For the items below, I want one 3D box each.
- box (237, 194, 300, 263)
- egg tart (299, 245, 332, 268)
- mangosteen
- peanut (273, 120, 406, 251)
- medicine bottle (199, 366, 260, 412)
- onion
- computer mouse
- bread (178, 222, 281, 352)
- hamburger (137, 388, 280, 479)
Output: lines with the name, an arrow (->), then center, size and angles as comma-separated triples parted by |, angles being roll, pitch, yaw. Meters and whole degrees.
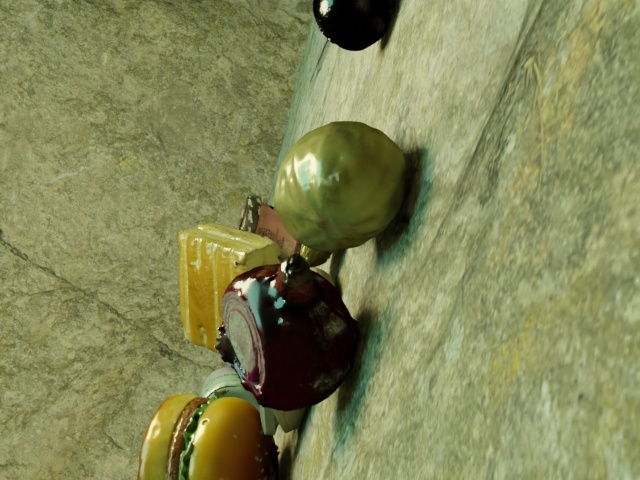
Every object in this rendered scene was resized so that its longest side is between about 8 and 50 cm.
box -> -0.109, -0.010, 1.759 | 0.151, 0.135, 0.151 | -168, 90, -80
egg tart -> 0.000, 0.000, 1.205 | 0.129, 0.049, 0.129 | -158, 90, -86
mangosteen -> 0.061, -0.370, 1.277 | 0.151, 0.137, 0.137 | -40, 14, 7
peanut -> 0.011, -0.063, 0.946 | 0.319, 0.147, 0.148 | -143, 67, -79
medicine bottle -> -0.177, 0.327, 1.623 | 0.168, 0.135, 0.135 | -156, 80, -83
onion -> -0.022, 0.084, 0.908 | 0.173, 0.135, 0.198 | 55, 140, 28
computer mouse -> -0.041, 0.151, 1.145 | 0.145, 0.082, 0.237 | -102, 28, -72
bread -> -0.179, 0.107, 1.630 | 0.239, 0.111, 0.246 | 14, 109, 47
hamburger -> -0.145, 0.334, 1.182 | 0.246, 0.170, 0.246 | -2, -90, -73
